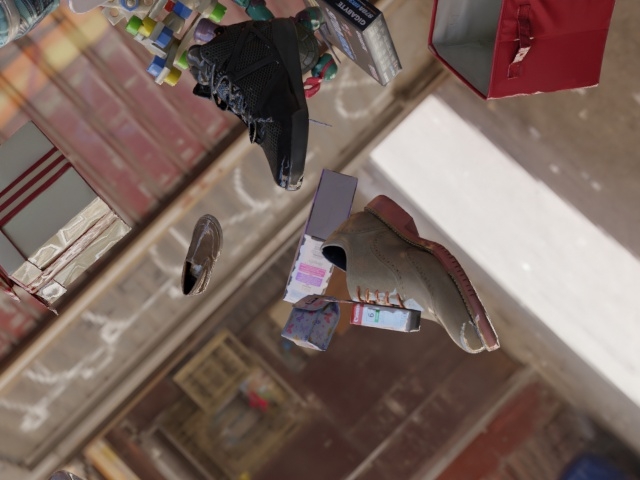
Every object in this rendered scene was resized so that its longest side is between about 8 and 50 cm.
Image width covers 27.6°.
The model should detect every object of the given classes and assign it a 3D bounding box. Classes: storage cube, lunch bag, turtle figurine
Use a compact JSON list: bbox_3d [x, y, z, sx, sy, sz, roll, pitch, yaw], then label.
[{"bbox_3d":[0.289,-0.327,1.866,0.215,0.193,0.184,-128,36,-50],"label":"storage cube"},{"bbox_3d":[-0.013,0.121,2.001,0.053,0.083,0.071,35,164,-35],"label":"lunch bag"},{"bbox_3d":[-0.053,-0.272,1.829,0.234,0.175,0.118,32,167,3],"label":"turtle figurine"}]

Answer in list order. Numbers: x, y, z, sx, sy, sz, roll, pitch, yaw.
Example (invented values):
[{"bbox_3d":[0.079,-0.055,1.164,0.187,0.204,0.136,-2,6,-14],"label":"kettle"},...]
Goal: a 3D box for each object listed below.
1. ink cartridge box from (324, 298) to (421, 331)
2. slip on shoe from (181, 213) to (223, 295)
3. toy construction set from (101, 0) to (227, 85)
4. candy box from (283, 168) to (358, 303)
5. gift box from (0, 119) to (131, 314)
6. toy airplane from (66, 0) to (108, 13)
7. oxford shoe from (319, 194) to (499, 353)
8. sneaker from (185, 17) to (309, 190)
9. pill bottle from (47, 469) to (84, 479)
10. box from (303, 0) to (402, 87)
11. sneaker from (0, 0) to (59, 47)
[{"bbox_3d":[0.065,0.094,1.650,0.115,0.029,0.063,7,179,17],"label":"ink cartridge box"},{"bbox_3d":[-0.188,0.025,2.015,0.051,0.135,0.041,28,-152,19],"label":"slip on shoe"},{"bbox_3d":[-0.255,-0.394,2.188,0.151,0.215,0.327,28,-171,-31],"label":"toy construction set"},{"bbox_3d":[0.000,0.000,2.331,0.070,0.165,0.196,17,139,-2],"label":"candy box"},{"bbox_3d":[-0.540,-0.028,2.505,0.255,0.258,0.276,46,174,23],"label":"gift box"},{"bbox_3d":[-0.337,-0.499,1.745,0.386,0.384,0.272,-4,-127,-37],"label":"toy airplane"},{"bbox_3d":[0.127,0.074,1.911,0.140,0.146,0.397,63,171,-30],"label":"oxford shoe"},{"bbox_3d":[-0.081,-0.151,1.447,0.087,0.130,0.228,110,153,-59],"label":"sneaker"},{"bbox_3d":[-0.330,0.372,1.549,0.103,0.184,0.103,38,174,5],"label":"pill bottle"},{"bbox_3d":[0.047,-0.372,2.228,0.175,0.051,0.220,42,175,21],"label":"box"},{"bbox_3d":[-0.396,-0.274,1.557,0.283,0.122,0.110,15,128,54],"label":"sneaker"}]
